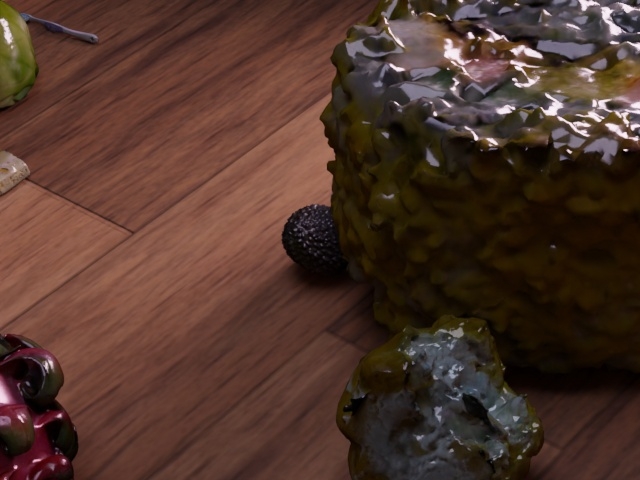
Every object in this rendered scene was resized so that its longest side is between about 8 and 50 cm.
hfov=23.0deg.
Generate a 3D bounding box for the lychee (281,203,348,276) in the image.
[{"bbox_3d":[0.000,0.000,1.408,0.067,0.083,0.068,-16,65,32],"label":"lychee"}]

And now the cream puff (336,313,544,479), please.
[{"bbox_3d":[0.091,0.133,1.177,0.156,0.121,0.156,18,47,-20],"label":"cream puff"}]

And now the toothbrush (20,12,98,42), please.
[{"bbox_3d":[-0.306,-0.248,1.832,0.131,0.011,0.013,19,34,32],"label":"toothbrush"}]

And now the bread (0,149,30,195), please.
[{"bbox_3d":[-0.368,-0.046,1.575,0.068,0.028,0.154,23,46,37],"label":"bread"}]

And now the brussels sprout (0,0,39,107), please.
[{"bbox_3d":[-0.390,-0.211,1.711,0.152,0.122,0.149,-6,35,2],"label":"brussels sprout"}]

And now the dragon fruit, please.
[{"bbox_3d":[-0.280,0.149,1.191,0.198,0.218,0.273,32,27,-21],"label":"dragon fruit"}]

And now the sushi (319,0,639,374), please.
[{"bbox_3d":[0.200,-0.075,1.313,0.397,0.240,0.351,1,38,5],"label":"sushi"}]
